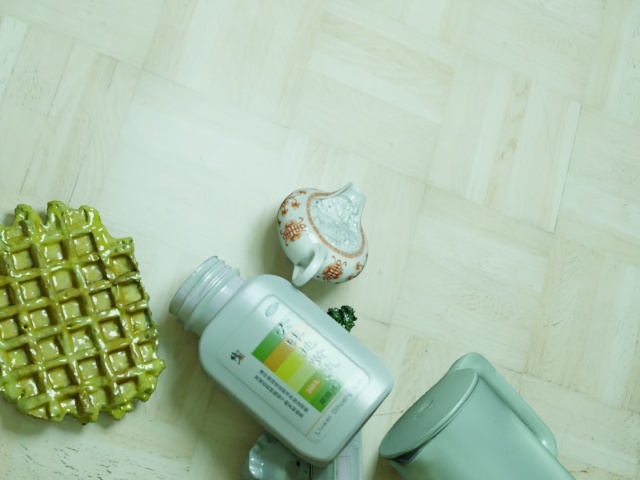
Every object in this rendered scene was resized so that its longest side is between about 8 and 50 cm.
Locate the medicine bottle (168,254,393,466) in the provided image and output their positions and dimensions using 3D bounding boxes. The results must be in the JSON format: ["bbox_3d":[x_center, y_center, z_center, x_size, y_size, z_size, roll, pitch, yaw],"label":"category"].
[{"bbox_3d":[-0.065,0.163,1.698,0.324,0.124,0.179,40,77,10],"label":"medicine bottle"}]

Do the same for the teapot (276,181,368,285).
[{"bbox_3d":[0.000,0.000,1.782,0.159,0.116,0.245,50,27,-22],"label":"teapot"}]

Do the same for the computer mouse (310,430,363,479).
[{"bbox_3d":[0.027,0.351,1.761,0.102,0.045,0.199,9,75,-53],"label":"computer mouse"}]

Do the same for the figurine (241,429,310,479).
[{"bbox_3d":[-0.077,0.375,1.702,0.143,0.143,0.271,6,50,-20],"label":"figurine"}]

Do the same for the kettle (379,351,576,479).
[{"bbox_3d":[0.279,0.352,1.798,0.318,0.205,0.265,47,70,-5],"label":"kettle"}]

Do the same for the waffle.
[{"bbox_3d":[-0.356,0.102,1.671,0.307,0.060,0.312,20,75,-18],"label":"waffle"}]

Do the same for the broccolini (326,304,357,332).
[{"bbox_3d":[0.009,0.214,1.801,0.051,0.054,0.239,9,77,17],"label":"broccolini"}]
